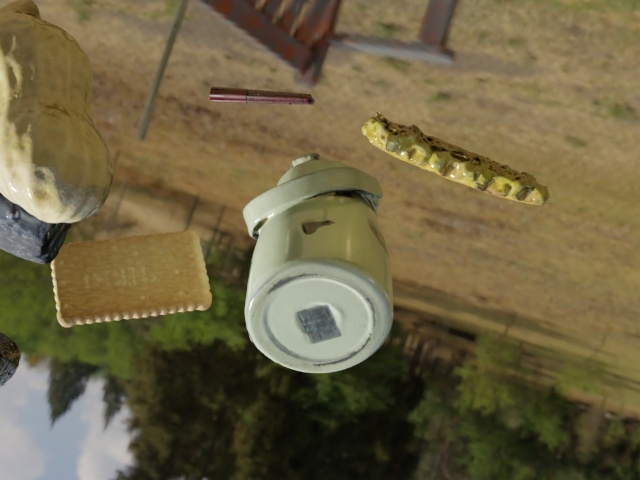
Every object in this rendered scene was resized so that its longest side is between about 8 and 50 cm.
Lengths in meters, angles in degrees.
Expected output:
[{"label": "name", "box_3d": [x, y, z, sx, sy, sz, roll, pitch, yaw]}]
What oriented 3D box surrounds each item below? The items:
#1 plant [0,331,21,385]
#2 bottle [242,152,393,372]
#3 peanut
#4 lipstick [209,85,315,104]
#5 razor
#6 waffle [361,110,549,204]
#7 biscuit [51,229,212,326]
[{"label": "plant", "box_3d": [-0.408, 0.140, 1.330, 0.092, 0.094, 0.143, 43, 179, 9]}, {"label": "bottle", "box_3d": [0.000, 0.000, 1.698, 0.229, 0.229, 0.352, 20, -144, -12]}, {"label": "peanut", "box_3d": [-0.186, -0.087, 0.749, 0.082, 0.187, 0.082, -15, 152, -8]}, {"label": "lipstick", "box_3d": [-0.098, -0.240, 1.920, 0.176, 0.027, 0.027, 5, 173, 8]}, {"label": "razor", "box_3d": [-0.526, -0.087, 1.706, 0.327, 0.107, 0.189, 31, 158, 5]}, {"label": "waffle", "box_3d": [0.173, -0.103, 1.480, 0.245, 0.052, 0.254, 20, -173, -15]}, {"label": "biscuit", "box_3d": [-0.310, 0.061, 1.871, 0.249, 0.160, 0.030, -7, 146, -14]}]
